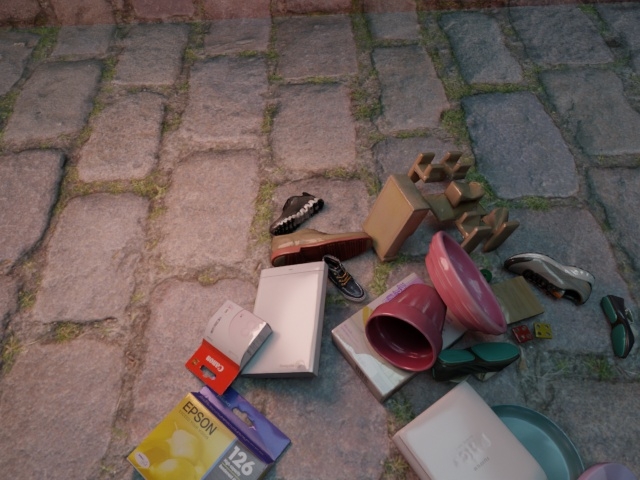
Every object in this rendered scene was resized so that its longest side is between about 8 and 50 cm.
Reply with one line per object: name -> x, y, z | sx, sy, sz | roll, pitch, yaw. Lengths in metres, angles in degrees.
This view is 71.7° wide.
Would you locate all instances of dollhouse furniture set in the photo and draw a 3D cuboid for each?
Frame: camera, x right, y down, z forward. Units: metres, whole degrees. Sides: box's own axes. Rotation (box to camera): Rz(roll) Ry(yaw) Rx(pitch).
dollhouse furniture set -> 0.383, -0.090, 1.531 | 0.395, 0.256, 0.361 | -8, 54, -28

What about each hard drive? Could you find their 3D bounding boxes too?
hard drive -> -0.103, 0.237, 1.351 | 0.233, 0.047, 0.352 | -9, 54, 22

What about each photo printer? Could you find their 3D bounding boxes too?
photo printer -> 0.368, 0.541, 1.085 | 0.256, 0.107, 0.307 | -30, 60, -16

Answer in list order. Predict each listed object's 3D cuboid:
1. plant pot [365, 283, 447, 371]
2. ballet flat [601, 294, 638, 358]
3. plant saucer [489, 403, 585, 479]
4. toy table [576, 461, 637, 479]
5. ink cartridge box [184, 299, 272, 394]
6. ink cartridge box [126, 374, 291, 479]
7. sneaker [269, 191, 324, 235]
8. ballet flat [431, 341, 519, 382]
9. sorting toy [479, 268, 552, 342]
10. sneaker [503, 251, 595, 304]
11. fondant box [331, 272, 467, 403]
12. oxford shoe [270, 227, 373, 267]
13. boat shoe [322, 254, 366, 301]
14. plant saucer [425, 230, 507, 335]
plant pot -> 0.250, 0.219, 1.202 | 0.202, 0.201, 0.180 | 29, 47, 19
ballet flat -> 0.907, 0.255, 1.327 | 0.074, 0.074, 0.203 | 3, 54, 5
plant saucer -> 0.508, 0.588, 1.138 | 0.318, 0.043, 0.317 | -1, 56, 2
toy table -> 0.687, 0.635, 0.999 | 0.252, 0.161, 0.274 | 38, 66, 2
ink cartridge box -> -0.282, 0.306, 1.312 | 0.189, 0.066, 0.232 | 22, 58, 37
ink cartridge box -> -0.292, 0.557, 1.178 | 0.304, 0.072, 0.307 | 32, 66, 22
sneaker -> -0.104, -0.101, 1.603 | 0.234, 0.078, 0.106 | -37, 59, -24
ballet flat -> 0.431, 0.349, 1.258 | 0.281, 0.096, 0.095 | 0, 23, -18
sorting toy -> 0.607, 0.201, 1.387 | 0.133, 0.046, 0.274 | -16, 57, -8
sneaker -> 0.723, 0.118, 1.409 | 0.272, 0.100, 0.107 | 20, 65, 15
fondant box -> 0.231, 0.281, 1.321 | 0.331, 0.096, 0.238 | -32, 61, -19
oxford shoe -> 0.000, 0.000, 1.504 | 0.349, 0.122, 0.130 | -8, 51, -4
boat shoe -> 0.072, 0.123, 1.438 | 0.183, 0.083, 0.065 | 38, 66, 23
plant saucer -> 0.407, 0.130, 1.273 | 0.084, 0.332, 0.331 | -36, 54, 24
